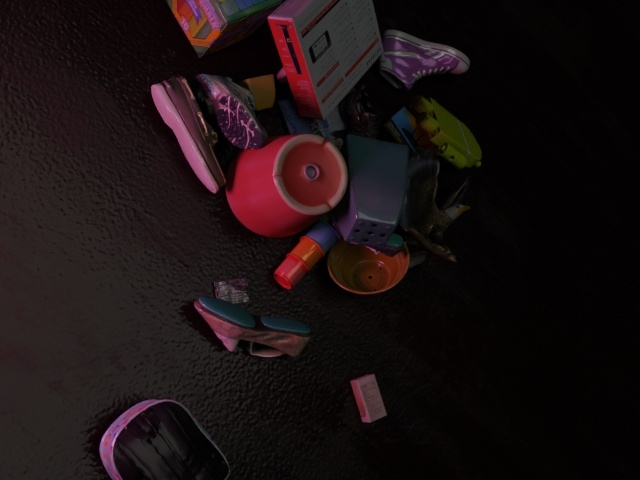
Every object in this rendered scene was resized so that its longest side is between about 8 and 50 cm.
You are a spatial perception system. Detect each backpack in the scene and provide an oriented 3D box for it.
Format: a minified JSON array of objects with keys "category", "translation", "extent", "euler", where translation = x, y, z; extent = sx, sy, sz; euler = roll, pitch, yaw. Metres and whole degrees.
[{"category":"backpack","translation":[-0.355,0.478,1.683],"extent":[0.225,0.191,0.253],"euler":[-40,106,-29]}]

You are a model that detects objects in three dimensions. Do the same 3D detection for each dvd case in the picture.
[{"category":"dvd case","translation":[0.015,-0.333,2.107],"extent":[0.253,0.022,0.180],"euler":[-21,90,-27]}]

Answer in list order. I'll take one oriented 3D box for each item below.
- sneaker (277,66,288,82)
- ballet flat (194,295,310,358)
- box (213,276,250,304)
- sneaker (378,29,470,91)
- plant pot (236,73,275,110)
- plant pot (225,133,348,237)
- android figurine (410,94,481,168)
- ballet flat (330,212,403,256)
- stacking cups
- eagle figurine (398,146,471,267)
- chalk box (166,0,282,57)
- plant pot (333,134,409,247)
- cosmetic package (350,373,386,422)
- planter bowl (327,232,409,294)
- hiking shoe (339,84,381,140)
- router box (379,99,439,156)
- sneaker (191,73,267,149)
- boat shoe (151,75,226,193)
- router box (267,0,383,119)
[{"category":"sneaker","translation":[-0.060,-0.485,2.071],"extent":[0.051,0.070,0.134],"euler":[43,64,-11]},{"category":"ballet flat","translation":[-0.174,0.228,1.872],"extent":[0.316,0.107,0.106],"euler":[19,107,-21]},{"category":"box","translation":[-0.221,0.129,1.909],"extent":[0.083,0.018,0.067],"euler":[-8,84,-27]},{"category":"sneaker","translation":[0.299,-0.498,2.240],"extent":[0.282,0.102,0.161],"euler":[12,79,-13]},{"category":"plant pot","translation":[-0.165,-0.381,1.998],"extent":[0.081,0.081,0.083],"euler":[-17,99,-28]},{"category":"plant pot","translation":[-0.069,-0.148,1.895],"extent":[0.274,0.243,0.275],"euler":[2,85,-24]},{"category":"android figurine","translation":[0.368,-0.304,2.188],"extent":[0.273,0.056,0.248],"euler":[31,34,-33]},{"category":"ballet flat","translation":[0.114,-0.009,1.974],"extent":[0.203,0.074,0.074],"euler":[21,71,-1]},{"category":"stacking cups","translation":[0.000,0.000,2.011],"extent":[0.096,0.096,0.316],"euler":[45,70,-12]},{"category":"eagle figurine","translation":[0.318,-0.077,2.130],"extent":[0.225,0.226,0.298],"euler":[-1,52,6]},{"category":"chalk box","translation":[-0.231,-0.608,1.885],"extent":[0.179,0.289,0.180],"euler":[-32,95,-27]},{"category":"plant pot","translation":[0.122,-0.111,1.914],"extent":[0.165,0.166,0.234],"euler":[10,55,-11]},{"category":"cosmetic package","translation":[0.127,0.416,2.015],"extent":[0.060,0.041,0.115],"euler":[-15,87,-27]},{"category":"planter bowl","translation":[0.130,0.076,2.028],"extent":[0.217,0.090,0.217],"euler":[-5,51,6]},{"category":"hiking shoe","translation":[0.120,-0.303,2.074],"extent":[0.086,0.114,0.227],"euler":[-18,89,-27]},{"category":"router box","translation":[0.267,-0.296,2.210],"extent":[0.133,0.046,0.179],"euler":[-43,100,-26]},{"category":"sneaker","translation":[-0.201,-0.333,1.896],"extent":[0.122,0.110,0.283],"euler":[-17,52,-37]},{"category":"boat shoe","translation":[-0.307,-0.264,1.888],"extent":[0.091,0.109,0.305],"euler":[-30,91,-22]},{"category":"router box","translation":[0.025,-0.537,2.004],"extent":[0.335,0.082,0.301],"euler":[-52,141,-31]}]
